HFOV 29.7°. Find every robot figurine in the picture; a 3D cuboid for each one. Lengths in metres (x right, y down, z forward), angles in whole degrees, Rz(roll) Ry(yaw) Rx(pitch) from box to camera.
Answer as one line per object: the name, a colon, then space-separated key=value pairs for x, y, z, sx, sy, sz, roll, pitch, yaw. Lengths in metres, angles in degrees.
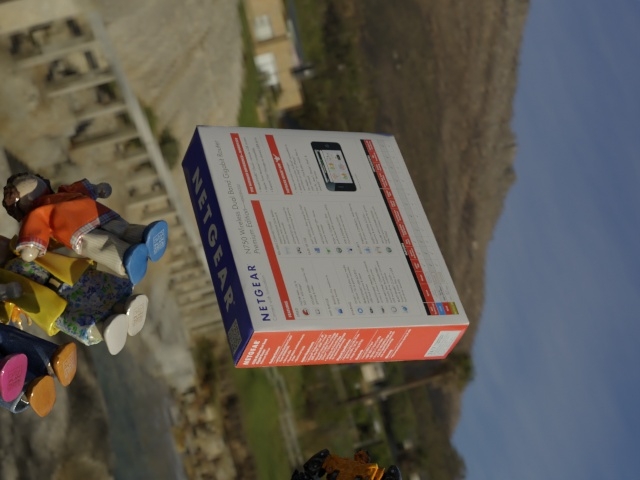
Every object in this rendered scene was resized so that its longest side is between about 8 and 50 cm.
robot figurine: x=0.020 y=0.479 z=2.002 sx=0.291 sy=0.211 sz=0.085 roll=-60 pitch=145 yaw=-32

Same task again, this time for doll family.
doll family: x=-0.239 y=0.055 z=0.884 sx=0.263 sy=0.163 sz=0.118 roll=-47 pitch=150 yaw=-43

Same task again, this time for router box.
router box: x=0.000 y=0.000 z=1.587 sx=0.082 sy=0.301 sz=0.335 roll=119 pitch=-37 yaw=-45

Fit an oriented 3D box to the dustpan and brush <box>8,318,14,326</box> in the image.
dustpan and brush: x=-0.395 y=0.004 z=1.191 sx=0.060 sy=0.211 sz=0.147 roll=-65 pitch=-158 yaw=18
